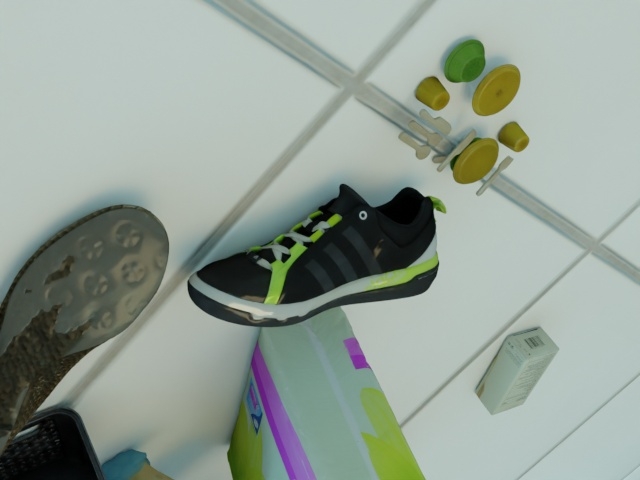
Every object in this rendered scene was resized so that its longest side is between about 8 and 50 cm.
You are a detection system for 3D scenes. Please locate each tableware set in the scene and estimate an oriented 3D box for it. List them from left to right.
[{"bbox_3d":[0.125,-0.100,0.731,0.104,0.024,0.154,-49,142,14],"label":"tableware set"}]

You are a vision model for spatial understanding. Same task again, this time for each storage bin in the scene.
[{"bbox_3d":[-0.219,0.239,0.706,0.122,0.180,0.084,-21,142,-20],"label":"storage bin"}]

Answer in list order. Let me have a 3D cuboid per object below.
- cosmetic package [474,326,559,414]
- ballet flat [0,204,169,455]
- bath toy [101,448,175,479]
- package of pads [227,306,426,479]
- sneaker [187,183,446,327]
[{"bbox_3d":[0.247,0.166,1.130,0.060,0.041,0.115,-10,139,-32],"label":"cosmetic package"},{"bbox_3d":[-0.197,0.068,0.639,0.084,0.058,0.250,36,103,-17],"label":"ballet flat"},{"bbox_3d":[-0.124,0.355,0.915,0.151,0.129,0.348,-31,132,-6],"label":"bath toy"},{"bbox_3d":[0.008,0.244,0.799,0.101,0.296,0.229,-6,137,-23],"label":"package of pads"},{"bbox_3d":[0.000,0.000,0.718,0.234,0.084,0.097,-10,115,-33],"label":"sneaker"}]
